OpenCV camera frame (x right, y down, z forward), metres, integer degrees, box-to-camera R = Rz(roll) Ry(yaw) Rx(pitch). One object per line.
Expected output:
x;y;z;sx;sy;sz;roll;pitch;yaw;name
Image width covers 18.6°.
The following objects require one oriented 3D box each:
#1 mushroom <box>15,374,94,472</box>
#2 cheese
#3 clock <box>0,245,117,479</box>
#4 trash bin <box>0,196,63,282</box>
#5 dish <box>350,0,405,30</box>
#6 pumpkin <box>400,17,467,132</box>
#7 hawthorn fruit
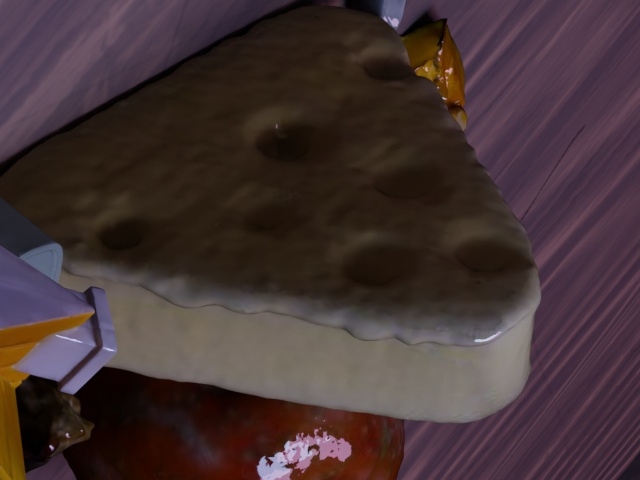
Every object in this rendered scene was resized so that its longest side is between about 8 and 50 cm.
-0.305;0.218;1.228;0.334;0.331;0.356;14;82;-33;mushroom
0.001;0.000;1.357;0.384;0.384;0.104;-33;143;-36;cheese
-0.266;0.059;0.996;0.310;0.166;0.235;17;133;-39;clock
-0.232;0.015;1.231;0.059;0.130;0.116;-25;142;-47;trash bin
0.047;-0.201;1.536;0.137;0.039;0.091;104;12;-51;dish
0.087;-0.031;1.649;0.280;0.190;0.139;-50;153;-10;pumpkin
-0.063;0.140;1.486;0.275;0.299;0.275;-24;139;-23;hawthorn fruit
